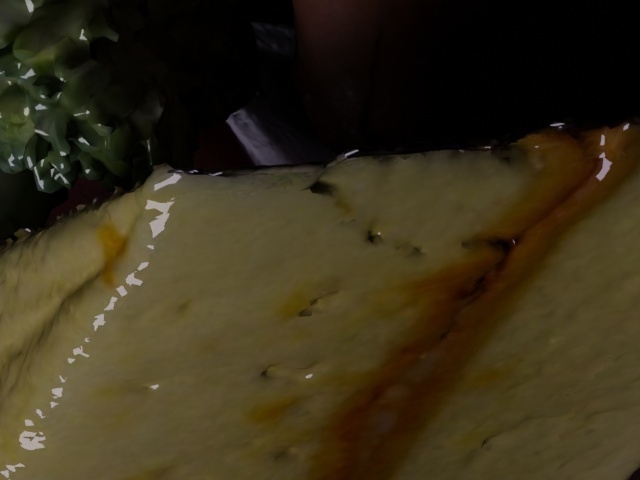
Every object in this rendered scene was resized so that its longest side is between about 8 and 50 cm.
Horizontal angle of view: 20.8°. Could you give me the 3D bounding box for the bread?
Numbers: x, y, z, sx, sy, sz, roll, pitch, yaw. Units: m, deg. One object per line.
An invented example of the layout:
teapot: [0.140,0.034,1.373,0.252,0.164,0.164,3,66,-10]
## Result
bread: [0.000,0.000,0.779,0.242,0.345,0.405,-110,32,-40]

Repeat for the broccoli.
broccoli: [-0.183,-0.162,0.739,0.277,0.318,0.338,10,180,29]

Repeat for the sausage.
sausage: [0.016,-0.164,0.663,0.094,0.094,0.419,16,147,19]
